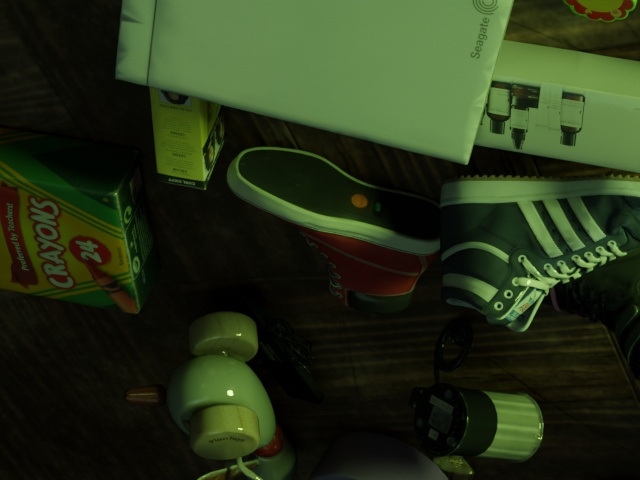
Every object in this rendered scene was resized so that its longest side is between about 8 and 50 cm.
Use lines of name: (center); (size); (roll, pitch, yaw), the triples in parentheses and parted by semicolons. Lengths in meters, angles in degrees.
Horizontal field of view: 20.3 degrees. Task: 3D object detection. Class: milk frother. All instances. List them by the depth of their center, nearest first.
milk frother: (0.185, 0.174, 2.055); (0.135, 0.129, 0.143); (10, 119, -43)

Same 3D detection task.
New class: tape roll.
tape roll: (0.074, 0.335, 2.253); (0.189, 0.080, 0.189); (19, 137, 18)

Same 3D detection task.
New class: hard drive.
hard drive: (-0.008, -0.208, 1.660); (0.353, 0.047, 0.233); (14, 132, 2)

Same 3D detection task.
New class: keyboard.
keyboard: (-0.046, 0.123, 2.149); (0.100, 0.038, 0.192); (11, 145, 48)

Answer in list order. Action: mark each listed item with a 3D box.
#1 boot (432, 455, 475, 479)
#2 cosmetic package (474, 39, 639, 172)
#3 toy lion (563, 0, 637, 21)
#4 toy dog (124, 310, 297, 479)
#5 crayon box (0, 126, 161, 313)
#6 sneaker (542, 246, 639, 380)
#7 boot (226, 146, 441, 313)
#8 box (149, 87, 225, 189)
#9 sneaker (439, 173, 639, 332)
boot: (0.188, 0.317, 2.247); (0.106, 0.037, 0.114); (12, 133, 8)
cosmetic package: (0.260, -0.125, 1.725); (0.239, 0.060, 0.099); (10, 138, 13)
toy lion: (0.248, -0.243, 1.631); (0.100, 0.034, 0.096); (27, 146, -6)
toy dog: (-0.132, 0.228, 2.161); (0.161, 0.220, 0.333); (-6, 130, 8)
crayon box: (-0.357, -0.033, 2.068); (0.319, 0.081, 0.202); (10, 138, 14)
sneaker: (0.301, 0.067, 1.847); (0.296, 0.147, 0.104); (3, 137, 22)
boot: (0.000, 0.000, 1.952); (0.244, 0.088, 0.176); (20, 140, -4)
box: (-0.137, -0.165, 1.832); (0.058, 0.087, 0.232); (10, 136, 10)
sneaker: (0.248, 0.016, 1.793); (0.282, 0.153, 0.099); (1, 167, 27)
